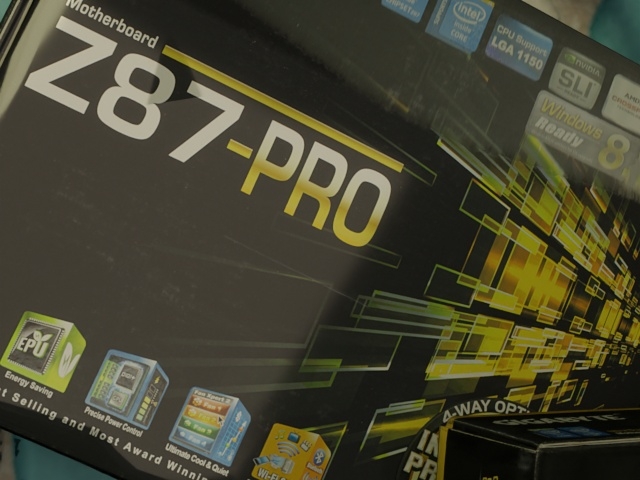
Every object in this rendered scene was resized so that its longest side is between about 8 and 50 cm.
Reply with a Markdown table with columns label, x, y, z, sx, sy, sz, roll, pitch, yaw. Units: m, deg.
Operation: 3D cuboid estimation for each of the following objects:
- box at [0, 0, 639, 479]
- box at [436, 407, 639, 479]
| label | x | y | z | sx | sy | sz | roll | pitch | yaw |
| --- | --- | --- | --- | --- | --- | --- | --- | --- | --- |
| box | 0.000 | 0.000 | 0.734 | 0.395 | 0.097 | 0.318 | 27 | 77 | -12 |
| box | 0.202 | 0.216 | 0.710 | 0.322 | 0.079 | 0.257 | 1 | 94 | -31 |
